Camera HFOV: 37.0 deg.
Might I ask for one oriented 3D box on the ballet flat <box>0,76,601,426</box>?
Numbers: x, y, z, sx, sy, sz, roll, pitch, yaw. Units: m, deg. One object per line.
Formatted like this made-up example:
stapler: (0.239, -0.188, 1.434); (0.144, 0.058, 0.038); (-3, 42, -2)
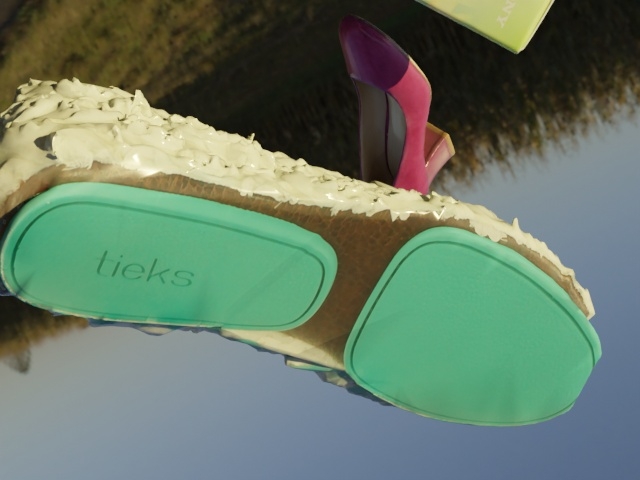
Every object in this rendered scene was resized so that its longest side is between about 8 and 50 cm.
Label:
ballet flat: (0.000, 0.000, 0.561); (0.408, 0.147, 0.147); (20, 156, -32)

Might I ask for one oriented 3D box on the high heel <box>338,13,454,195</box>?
high heel: (0.051, -0.111, 0.939); (0.117, 0.082, 0.244); (-48, 147, -7)

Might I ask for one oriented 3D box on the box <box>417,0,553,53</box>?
box: (0.017, -0.233, 0.693); (0.059, 0.321, 0.232); (-64, 174, 17)
